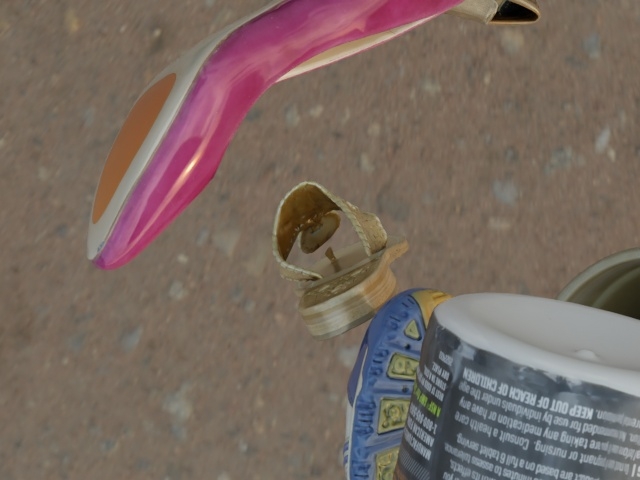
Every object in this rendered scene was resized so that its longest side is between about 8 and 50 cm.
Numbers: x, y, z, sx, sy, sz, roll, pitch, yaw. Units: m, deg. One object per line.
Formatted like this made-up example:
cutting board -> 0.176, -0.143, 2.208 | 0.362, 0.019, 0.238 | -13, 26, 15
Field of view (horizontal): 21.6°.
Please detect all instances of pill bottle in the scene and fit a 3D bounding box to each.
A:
pill bottle -> 0.082, 0.154, 0.689 | 0.130, 0.130, 0.246 | 12, 101, 0

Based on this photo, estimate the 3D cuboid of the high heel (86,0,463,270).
high heel -> -0.018, -0.069, 0.832 | 0.117, 0.244, 0.082 | 36, 157, -20

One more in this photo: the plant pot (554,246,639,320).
plant pot -> 0.402, 0.151, 1.595 | 0.323, 0.280, 0.323 | 7, 101, 42

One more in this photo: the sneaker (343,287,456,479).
sneaker -> 0.052, 0.168, 1.030 | 0.111, 0.131, 0.297 | -10, 104, -20

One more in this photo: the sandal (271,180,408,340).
sandal -> 0.006, -0.003, 1.125 | 0.088, 0.240, 0.079 | -27, 99, 4

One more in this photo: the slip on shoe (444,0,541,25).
slip on shoe -> 0.144, -0.216, 1.519 | 0.135, 0.041, 0.051 | 0, 141, -40
